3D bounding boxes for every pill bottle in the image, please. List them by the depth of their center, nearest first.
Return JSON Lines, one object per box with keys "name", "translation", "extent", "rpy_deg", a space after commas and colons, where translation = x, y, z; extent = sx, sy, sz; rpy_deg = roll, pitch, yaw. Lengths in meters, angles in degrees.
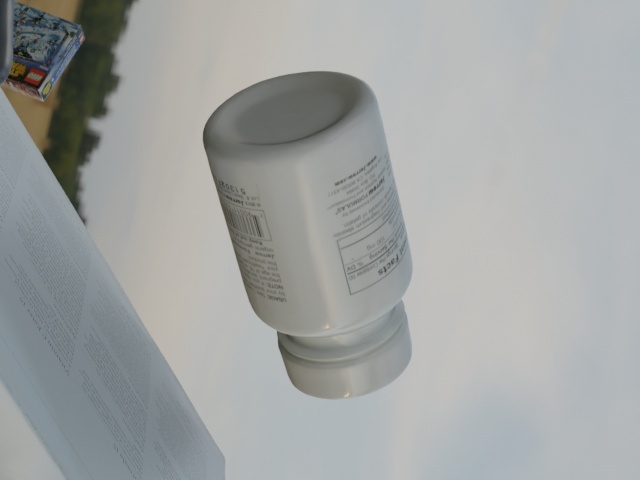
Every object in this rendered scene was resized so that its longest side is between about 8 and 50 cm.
{"name": "pill bottle", "translation": [0.000, 0.000, 1.191], "extent": [0.131, 0.131, 0.229], "rpy_deg": [-94, 171, -59]}

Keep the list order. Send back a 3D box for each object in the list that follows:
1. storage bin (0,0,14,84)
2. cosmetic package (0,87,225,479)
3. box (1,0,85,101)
{"name": "storage bin", "translation": [-0.356, -0.220, 1.539], "extent": [0.098, 0.091, 0.135], "rpy_deg": [-40, 148, -47]}
{"name": "cosmetic package", "translation": [-0.177, 0.073, 0.908], "extent": [0.377, 0.097, 0.284], "rpy_deg": [62, 5, -21]}
{"name": "box", "translation": [-0.342, -0.217, 1.743], "extent": [0.094, 0.137, 0.027], "rpy_deg": [-61, 163, -23]}
